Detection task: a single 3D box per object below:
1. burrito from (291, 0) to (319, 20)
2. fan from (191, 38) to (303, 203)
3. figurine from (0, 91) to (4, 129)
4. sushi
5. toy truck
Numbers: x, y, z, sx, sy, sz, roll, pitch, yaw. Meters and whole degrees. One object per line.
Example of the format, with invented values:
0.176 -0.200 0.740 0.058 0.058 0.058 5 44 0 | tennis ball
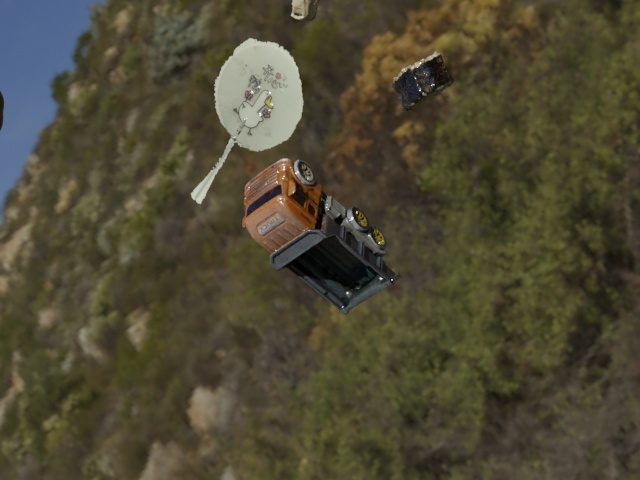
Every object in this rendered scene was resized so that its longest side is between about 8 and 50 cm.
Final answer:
-0.019 -0.402 1.883 0.055 0.041 0.149 -18 -45 -28 | burrito
-0.175 -0.241 2.671 0.012 0.233 0.414 -9 -44 -56 | fan
-0.584 -0.153 1.778 0.203 0.248 0.380 -18 37 14 | figurine
0.198 -0.310 2.404 0.091 0.078 0.150 -28 -2 -19 | sushi
0.000 0.000 1.377 0.083 0.192 0.092 -33 31 29 | toy truck
